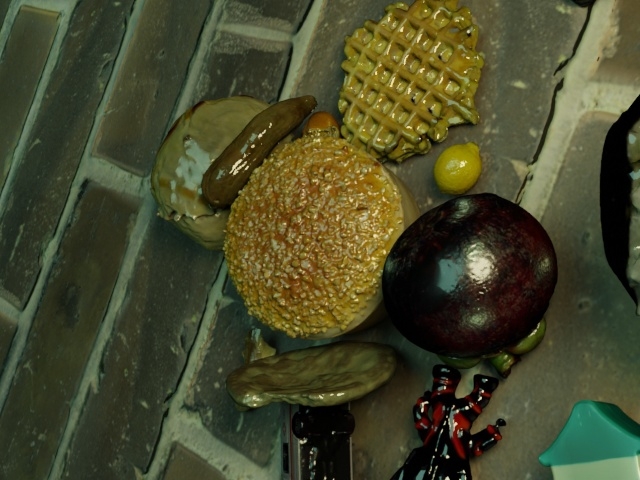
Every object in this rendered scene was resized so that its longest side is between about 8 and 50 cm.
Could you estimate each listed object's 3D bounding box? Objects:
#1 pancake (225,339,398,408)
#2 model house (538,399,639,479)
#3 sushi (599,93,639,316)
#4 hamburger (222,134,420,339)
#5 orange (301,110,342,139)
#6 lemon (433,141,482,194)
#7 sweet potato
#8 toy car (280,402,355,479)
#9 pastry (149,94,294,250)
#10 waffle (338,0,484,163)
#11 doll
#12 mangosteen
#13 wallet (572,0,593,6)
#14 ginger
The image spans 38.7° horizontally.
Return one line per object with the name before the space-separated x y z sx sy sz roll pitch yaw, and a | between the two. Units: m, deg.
pancake | -0.011 0.184 1.237 0.236 0.222 0.042 -10 98 7
model house | 0.317 0.250 0.995 0.127 0.100 0.149 -18 69 35
sushi | 0.459 -0.034 0.837 0.328 0.285 0.328 1 97 40
hamburger | 0.000 0.000 1.285 0.302 0.170 0.302 -13 70 37
orange | 0.002 -0.155 1.396 0.062 0.086 0.086 17 89 -1
lemon | 0.186 -0.098 1.229 0.083 0.062 0.062 -54 51 15
sweet potato | -0.093 -0.143 1.357 0.062 0.081 0.233 42 82 5
toy car | -0.010 0.315 1.255 0.108 0.089 0.210 -21 68 61
pastry | -0.179 -0.132 1.479 0.237 0.170 0.256 37 97 37
waffle | 0.124 -0.237 1.330 0.245 0.052 0.254 -13 69 36
doll | 0.156 0.283 1.141 0.127 0.088 0.249 -12 60 59
mangosteen | 0.190 0.053 1.104 0.216 0.216 0.216 -12 70 37
wallet | 0.383 -0.431 1.170 0.250 0.044 0.149 -45 57 21
ginger | -0.101 0.200 1.403 0.057 0.044 0.137 13 93 12
